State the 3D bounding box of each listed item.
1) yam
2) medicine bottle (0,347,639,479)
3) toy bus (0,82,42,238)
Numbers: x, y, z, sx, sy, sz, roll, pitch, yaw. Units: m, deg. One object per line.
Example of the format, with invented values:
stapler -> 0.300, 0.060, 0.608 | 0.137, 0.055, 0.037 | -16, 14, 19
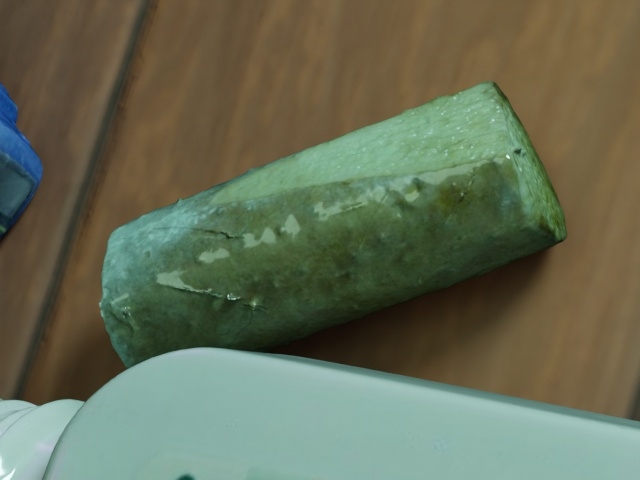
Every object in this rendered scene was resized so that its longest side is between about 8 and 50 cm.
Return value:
yam -> 0.000, 0.000, 0.660 | 0.169, 0.068, 0.068 | -22, 67, 20
medicine bottle -> 0.009, 0.131, 0.589 | 0.324, 0.124, 0.179 | 10, 90, 30
toy bus -> -0.210, -0.085, 0.782 | 0.094, 0.079, 0.236 | -44, 62, 7
